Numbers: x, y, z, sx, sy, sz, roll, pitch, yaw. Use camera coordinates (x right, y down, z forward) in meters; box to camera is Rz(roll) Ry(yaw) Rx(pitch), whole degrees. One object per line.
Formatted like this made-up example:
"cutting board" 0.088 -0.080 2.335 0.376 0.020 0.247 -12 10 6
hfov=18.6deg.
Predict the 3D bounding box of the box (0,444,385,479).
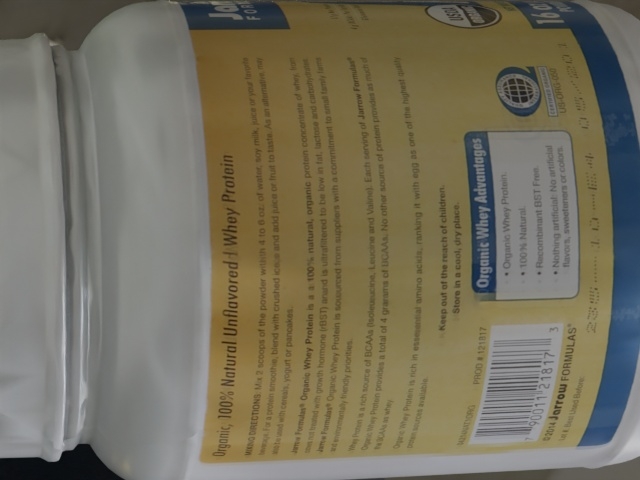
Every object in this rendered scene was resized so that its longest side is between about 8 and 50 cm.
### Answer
"box" -0.114 0.130 1.078 0.212 0.293 0.395 -31 -156 11

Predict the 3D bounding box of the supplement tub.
"supplement tub" 0.000 0.000 0.587 0.144 0.200 0.144 179 -90 -78
